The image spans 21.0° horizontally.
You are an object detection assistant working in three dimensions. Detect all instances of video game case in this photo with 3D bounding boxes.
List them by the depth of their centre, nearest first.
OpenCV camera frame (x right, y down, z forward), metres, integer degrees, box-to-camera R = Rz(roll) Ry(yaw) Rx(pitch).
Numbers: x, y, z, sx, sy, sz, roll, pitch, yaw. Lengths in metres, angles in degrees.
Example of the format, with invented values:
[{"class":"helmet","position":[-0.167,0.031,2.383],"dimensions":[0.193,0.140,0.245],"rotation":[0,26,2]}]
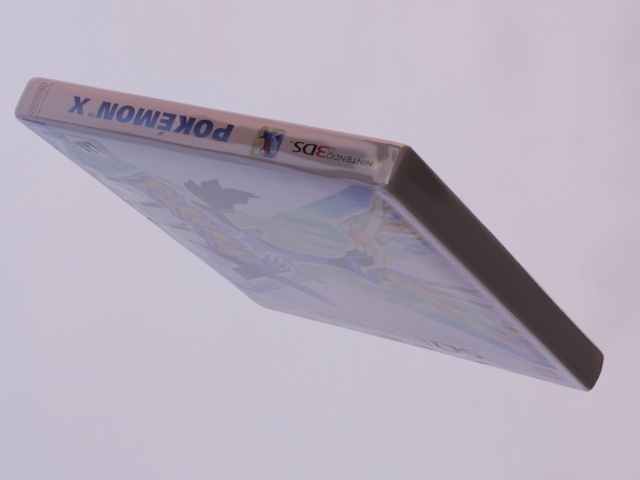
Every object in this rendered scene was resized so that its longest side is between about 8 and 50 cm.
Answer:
[{"class":"video game case","position":[0.000,0.000,1.155],"dimensions":[0.329,0.300,0.036],"rotation":[42,-114,-51]}]
